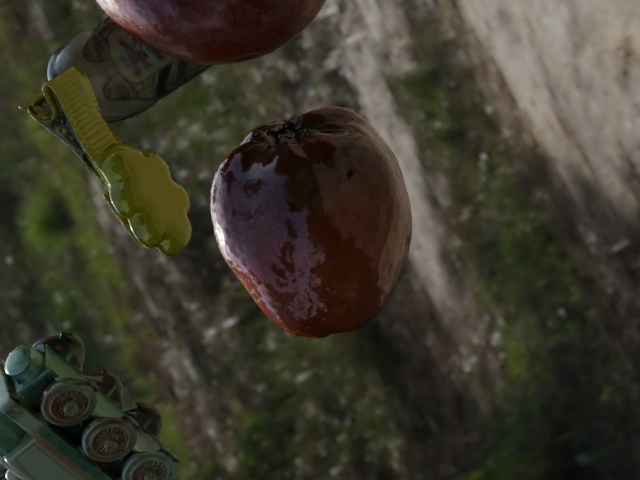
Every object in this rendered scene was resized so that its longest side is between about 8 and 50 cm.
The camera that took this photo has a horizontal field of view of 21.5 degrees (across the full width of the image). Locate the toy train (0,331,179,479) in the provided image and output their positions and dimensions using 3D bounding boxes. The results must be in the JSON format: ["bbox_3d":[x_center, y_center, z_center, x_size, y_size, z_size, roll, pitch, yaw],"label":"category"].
[{"bbox_3d":[-0.201,0.161,1.342,0.194,0.125,0.081,47,-174,-36],"label":"toy train"}]

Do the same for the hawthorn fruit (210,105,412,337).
[{"bbox_3d":[0.000,0.000,1.738,0.210,0.211,0.262,42,152,58],"label":"hawthorn fruit"}]

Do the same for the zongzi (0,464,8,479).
[{"bbox_3d":[-0.419,0.291,1.842,0.256,0.228,0.115,32,-176,29],"label":"zongzi"}]

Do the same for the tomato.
[{"bbox_3d":[-0.101,-0.293,1.593,0.265,0.265,0.265,58,167,22],"label":"tomato"}]

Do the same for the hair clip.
[{"bbox_3d":[-0.161,-0.061,1.354,0.046,0.072,0.173,-34,97,40],"label":"hair clip"}]

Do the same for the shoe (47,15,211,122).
[{"bbox_3d":[-0.160,-0.210,1.753,0.103,0.275,0.098,58,149,-6],"label":"shoe"}]
